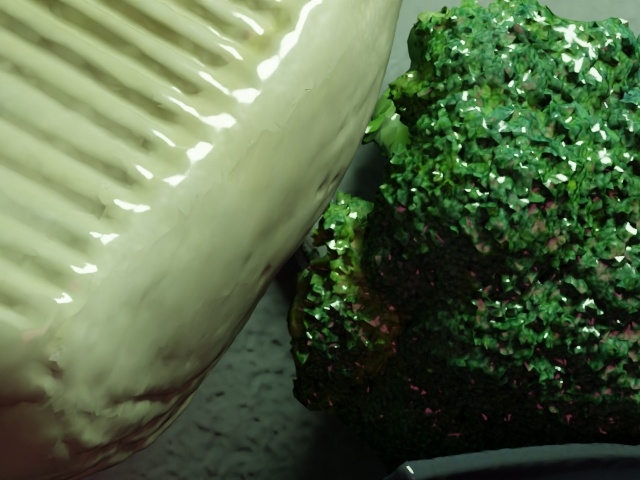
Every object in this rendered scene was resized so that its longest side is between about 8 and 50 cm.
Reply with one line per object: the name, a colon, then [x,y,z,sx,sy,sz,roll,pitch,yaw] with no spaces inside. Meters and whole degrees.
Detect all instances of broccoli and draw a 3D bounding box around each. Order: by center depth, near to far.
broccoli: [0.100,0.001,0.704,0.265,0.245,0.294,-20,127,-3]

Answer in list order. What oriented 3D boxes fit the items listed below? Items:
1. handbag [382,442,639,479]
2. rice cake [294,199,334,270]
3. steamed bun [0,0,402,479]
handbag: [0.091,0.226,0.674,0.329,0.122,0.303,7,132,-34]
rice cake: [-0.001,0.000,0.776,0.033,0.033,0.207,-31,103,-12]
steamed bun: [-0.095,-0.077,0.611,0.247,0.236,0.383,18,68,11]
